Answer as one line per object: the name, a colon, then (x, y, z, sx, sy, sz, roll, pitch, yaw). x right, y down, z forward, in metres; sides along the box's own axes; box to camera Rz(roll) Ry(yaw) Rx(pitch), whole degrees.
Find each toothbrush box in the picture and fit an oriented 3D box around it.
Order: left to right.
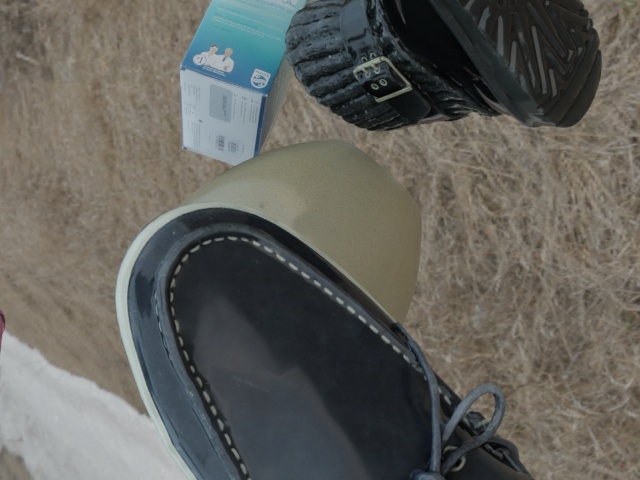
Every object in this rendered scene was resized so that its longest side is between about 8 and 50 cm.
toothbrush box: (-0.097, -0.286, 1.086, 0.216, 0.126, 0.296, 111, 176, -65)

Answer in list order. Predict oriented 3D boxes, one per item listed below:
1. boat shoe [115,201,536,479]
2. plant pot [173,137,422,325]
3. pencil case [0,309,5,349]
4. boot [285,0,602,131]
boat shoe: (0.056, 0.172, 0.458, 0.500, 0.186, 0.156, 54, 156, 5)
plant pot: (0.000, 0.000, 0.810, 0.191, 0.284, 0.284, -49, 41, -5)
pencil case: (-0.392, 0.162, 0.785, 0.209, 0.095, 0.098, -103, 28, -44)
boot: (0.054, -0.219, 0.621, 0.260, 0.131, 0.348, 15, 150, 51)
